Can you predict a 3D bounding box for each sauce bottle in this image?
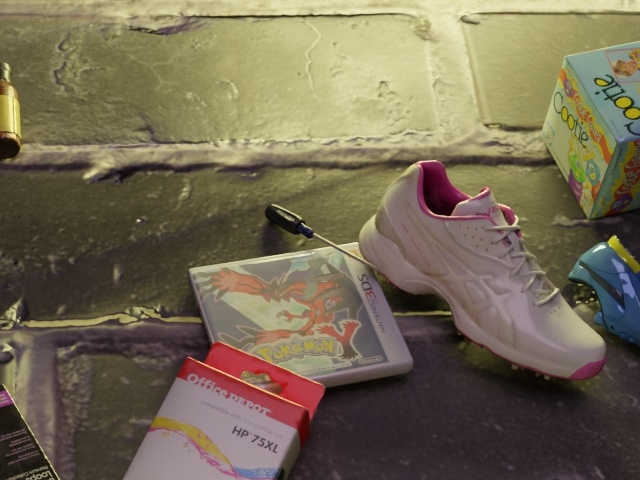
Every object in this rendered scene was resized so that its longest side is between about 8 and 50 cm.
[{"bbox_3d":[-0.371,-0.153,1.808,0.042,0.042,0.128,-3,51,-9],"label":"sauce bottle"}]

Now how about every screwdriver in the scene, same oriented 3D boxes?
[{"bbox_3d":[0.000,0.000,1.718,0.025,0.024,0.170,-16,36,-41],"label":"screwdriver"}]

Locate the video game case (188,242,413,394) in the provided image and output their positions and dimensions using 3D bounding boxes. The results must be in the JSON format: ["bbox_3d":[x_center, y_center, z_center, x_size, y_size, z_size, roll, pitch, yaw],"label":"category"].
[{"bbox_3d":[-0.024,0.084,1.658,0.201,0.023,0.183,-9,47,-15],"label":"video game case"}]

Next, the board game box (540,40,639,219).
[{"bbox_3d":[0.424,-0.146,1.830,0.275,0.142,0.144,-12,55,-16],"label":"board game box"}]

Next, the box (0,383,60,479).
[{"bbox_3d":[-0.327,0.223,1.515,0.116,0.029,0.162,-18,57,-33],"label":"box"}]

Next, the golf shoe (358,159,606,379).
[{"bbox_3d":[0.183,0.031,1.656,0.306,0.140,0.115,34,29,17],"label":"golf shoe"}]

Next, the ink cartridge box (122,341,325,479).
[{"bbox_3d":[-0.098,0.207,1.502,0.134,0.078,0.231,22,68,10],"label":"ink cartridge box"}]

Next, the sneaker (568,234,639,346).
[{"bbox_3d":[0.356,0.093,1.697,0.082,0.069,0.209,-40,71,5],"label":"sneaker"}]
